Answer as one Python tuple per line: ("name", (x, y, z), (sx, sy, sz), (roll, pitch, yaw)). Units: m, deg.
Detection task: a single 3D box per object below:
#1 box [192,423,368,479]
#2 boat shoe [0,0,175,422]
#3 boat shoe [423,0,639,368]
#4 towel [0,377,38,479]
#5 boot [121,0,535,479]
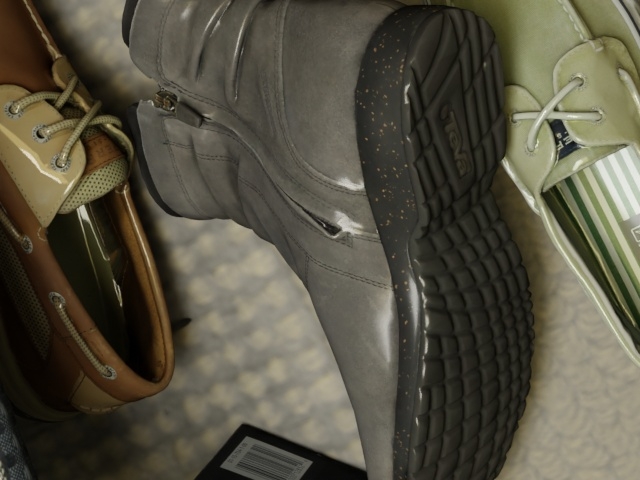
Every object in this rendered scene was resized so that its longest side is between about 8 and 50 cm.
("box", (-0.030, 0.231, 1.133), (0.163, 0.247, 0.142), (20, 108, 9))
("boat shoe", (-0.163, -0.046, 1.154), (0.120, 0.122, 0.324), (-4, 114, 35))
("boat shoe", (0.150, -0.061, 1.088), (0.109, 0.094, 0.302), (-31, 95, 20))
("towel", (-0.221, 0.088, 1.110), (0.056, 0.324, 0.312), (-21, 92, -16))
("boot", (0.000, 0.000, 1.133), (0.222, 0.118, 0.338), (16, 119, 36))
